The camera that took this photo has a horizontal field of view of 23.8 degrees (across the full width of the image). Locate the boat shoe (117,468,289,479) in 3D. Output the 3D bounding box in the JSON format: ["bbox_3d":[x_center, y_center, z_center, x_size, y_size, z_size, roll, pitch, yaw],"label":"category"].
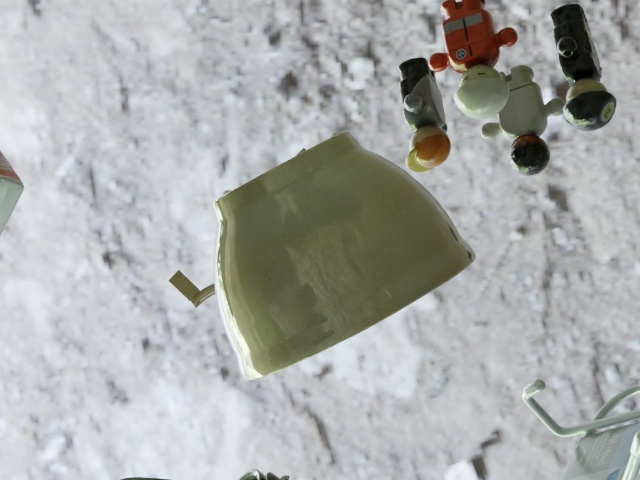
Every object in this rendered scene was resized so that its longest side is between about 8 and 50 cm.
[{"bbox_3d":[-0.058,0.284,1.516,0.121,0.335,0.119,-33,56,43],"label":"boat shoe"}]

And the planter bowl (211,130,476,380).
[{"bbox_3d":[0.000,0.000,0.932,0.162,0.162,0.109,-25,93,46],"label":"planter bowl"}]

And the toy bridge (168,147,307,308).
[{"bbox_3d":[-0.054,-0.005,1.430,0.063,0.188,0.026,43,170,15],"label":"toy bridge"}]

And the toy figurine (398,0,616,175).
[{"bbox_3d":[0.204,-0.163,1.714,0.209,0.213,0.148,131,136,-54],"label":"toy figurine"}]

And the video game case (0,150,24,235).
[{"bbox_3d":[-0.321,-0.025,1.156,0.204,0.025,0.285,-60,40,14],"label":"video game case"}]

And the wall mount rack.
[{"bbox_3d":[0.332,0.236,1.792,0.130,0.350,0.304,49,137,-14],"label":"wall mount rack"}]
